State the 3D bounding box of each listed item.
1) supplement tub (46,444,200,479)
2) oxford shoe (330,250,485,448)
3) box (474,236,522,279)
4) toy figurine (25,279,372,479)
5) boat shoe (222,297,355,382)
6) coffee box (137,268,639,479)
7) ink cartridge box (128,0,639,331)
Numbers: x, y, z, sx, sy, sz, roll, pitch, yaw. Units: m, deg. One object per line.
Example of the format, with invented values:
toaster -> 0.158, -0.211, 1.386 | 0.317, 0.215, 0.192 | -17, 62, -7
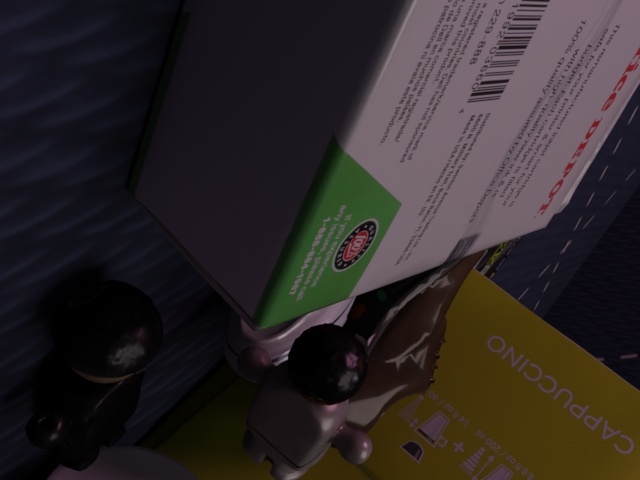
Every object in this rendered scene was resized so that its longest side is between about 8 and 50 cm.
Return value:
supplement tub -> -0.159, 0.256, 0.601 | 0.144, 0.144, 0.199 | -22, 145, -54
oxford shoe -> 0.063, 0.066, 0.676 | 0.227, 0.083, 0.096 | -46, 116, -17
box -> 0.229, -0.007, 1.143 | 0.190, 0.045, 0.184 | -54, 162, 3
toy figurine -> -0.060, 0.137, 0.479 | 0.210, 0.213, 0.148 | 8, 136, -16
boat shoe -> 0.000, 0.000, 0.636 | 0.226, 0.083, 0.075 | -53, 153, -34
coffee box -> 0.076, 0.245, 0.808 | 0.338, 0.338, 0.334 | -43, 157, -22
ink cartridge box -> 0.065, -0.094, 0.482 | 0.289, 0.121, 0.211 | -15, 139, -47
